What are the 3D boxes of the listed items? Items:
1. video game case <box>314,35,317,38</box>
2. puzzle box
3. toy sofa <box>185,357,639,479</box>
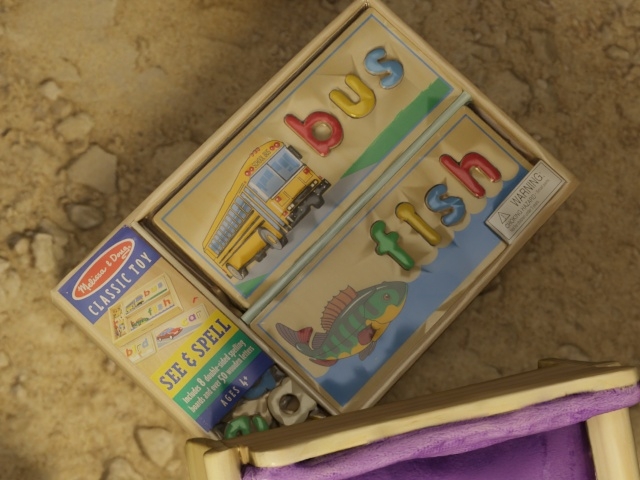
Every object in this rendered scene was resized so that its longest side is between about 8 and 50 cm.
[{"bbox_3d":[0.032,-0.062,1.531,0.193,0.023,0.212,29,68,2],"label":"video game case"},{"bbox_3d":[0.000,0.000,1.460,0.272,0.052,0.409,42,74,6],"label":"puzzle box"},{"bbox_3d":[0.087,0.201,1.320,0.362,0.177,0.150,-11,92,-20],"label":"toy sofa"}]
